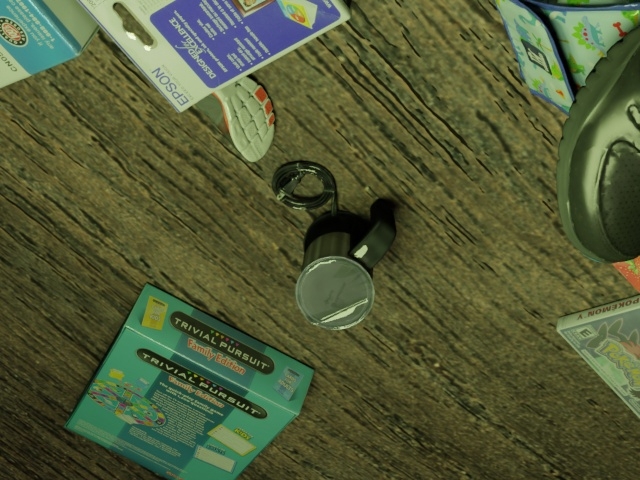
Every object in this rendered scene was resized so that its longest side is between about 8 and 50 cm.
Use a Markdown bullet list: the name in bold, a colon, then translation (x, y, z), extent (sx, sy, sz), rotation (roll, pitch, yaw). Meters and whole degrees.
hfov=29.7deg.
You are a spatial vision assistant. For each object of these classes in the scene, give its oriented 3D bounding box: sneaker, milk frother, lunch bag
- **sneaker**: translation (0.293, -0.116, 0.906), extent (0.125, 0.140, 0.341), rotation (5, 120, -34)
- **sneaker**: translation (-0.102, -0.150, 1.243), extent (0.065, 0.061, 0.158), rotation (14, 143, 46)
- **milk frother**: translation (0.000, 0.000, 1.294), extent (0.143, 0.135, 0.129), rotation (23, 111, -6)
- **lunch bag**: translation (0.228, -0.174, 1.027), extent (0.151, 0.096, 0.129), rotation (9, 144, 37)

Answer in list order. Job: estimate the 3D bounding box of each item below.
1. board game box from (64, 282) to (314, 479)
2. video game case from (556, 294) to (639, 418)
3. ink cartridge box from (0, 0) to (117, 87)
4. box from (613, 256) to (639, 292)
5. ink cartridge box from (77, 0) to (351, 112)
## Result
- **board game box**: translation (-0.191, 0.222, 1.686), extent (0.253, 0.079, 0.336), rotation (28, 141, -8)
- **video game case**: translation (0.396, 0.132, 1.354), extent (0.183, 0.023, 0.201), rotation (-22, 125, 40)
- **ink cartridge box**: translation (-0.381, -0.255, 1.178), extent (0.307, 0.129, 0.223), rotation (-13, 130, 36)
- **box**: translation (0.397, 0.012, 1.118), extent (0.300, 0.142, 0.154), rotation (41, 137, -23)
- **ink cartridge box**: translation (-0.112, -0.241, 1.103), extent (0.208, 0.045, 0.206), rotation (-25, 124, 24)
